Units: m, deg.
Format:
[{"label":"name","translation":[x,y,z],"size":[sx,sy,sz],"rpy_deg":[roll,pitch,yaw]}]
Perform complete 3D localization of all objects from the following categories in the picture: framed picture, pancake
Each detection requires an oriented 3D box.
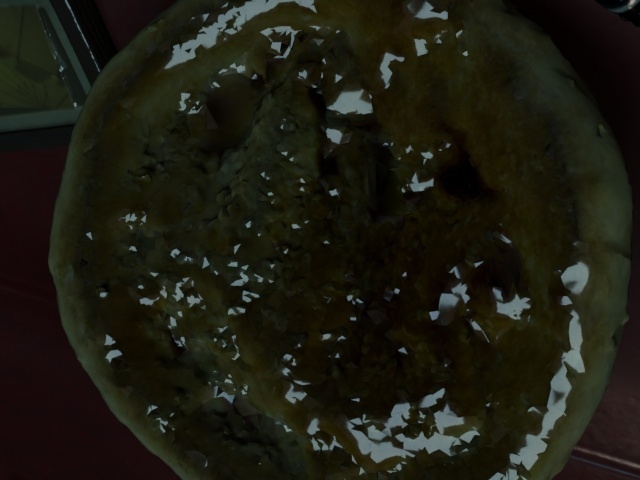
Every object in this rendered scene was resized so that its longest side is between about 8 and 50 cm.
[{"label":"framed picture","translation":[-0.213,-0.120,0.843],"size":[0.168,0.023,0.128],"rpy_deg":[-3,124,30]},{"label":"pancake","translation":[0.001,0.000,0.690],"size":[0.356,0.065,0.356],"rpy_deg":[-2,86,21]}]

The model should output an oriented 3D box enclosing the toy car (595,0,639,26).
[{"label":"toy car","translation":[0.167,-0.217,0.500],"size":[0.193,0.118,0.301],"rpy_deg":[40,133,-19]}]
